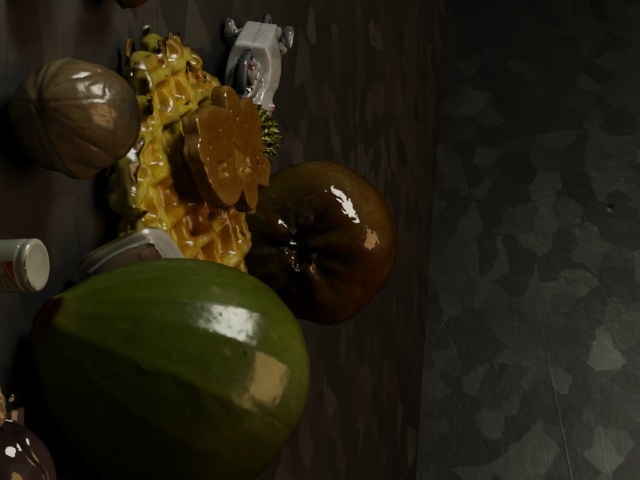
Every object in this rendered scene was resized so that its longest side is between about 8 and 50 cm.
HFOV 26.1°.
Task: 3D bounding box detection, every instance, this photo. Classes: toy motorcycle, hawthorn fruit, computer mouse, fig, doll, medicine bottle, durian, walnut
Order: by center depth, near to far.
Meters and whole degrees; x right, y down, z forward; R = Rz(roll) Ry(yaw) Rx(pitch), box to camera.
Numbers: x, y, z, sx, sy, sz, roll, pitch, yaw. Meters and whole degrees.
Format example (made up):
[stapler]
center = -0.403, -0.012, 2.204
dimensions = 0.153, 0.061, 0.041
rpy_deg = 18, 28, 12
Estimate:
[doll]
center = -0.322, 0.285, 1.376
dimensions = 0.182, 0.117, 0.257
rpy_deg = -7, 93, -69
[medicine bottle]
center = -0.331, 0.027, 1.428
dimensions = 0.057, 0.089, 0.057
rpy_deg = -2, 90, -74
[walnut]
center = -0.276, -0.138, 1.553
dimensions = 0.162, 0.140, 0.140
rpy_deg = -44, 129, -73
[fig]
center = -0.184, 0.151, 1.594
dimensions = 0.316, 0.316, 0.316
rpy_deg = -2, 90, -74
[computer mouse]
center = -0.219, 0.067, 1.744
dimensions = 0.056, 0.126, 0.245
rpy_deg = 61, -1, 41
[durian]
center = -0.114, -0.149, 2.159
dimensions = 0.215, 0.100, 0.086
rpy_deg = 81, 25, -47
[toy motorcycle]
center = -0.111, -0.264, 2.234
dimensions = 0.260, 0.110, 0.171
rpy_deg = -76, 174, -63
[hawthorn fruit]
center = 0.000, 0.000, 2.257
dimensions = 0.301, 0.268, 0.267
rpy_deg = -36, 122, -71

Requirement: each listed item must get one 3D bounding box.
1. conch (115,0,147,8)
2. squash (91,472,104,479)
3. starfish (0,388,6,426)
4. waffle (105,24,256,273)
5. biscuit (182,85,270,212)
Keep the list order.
[conch]
center = -0.250, -0.365, 1.796
dimensions = 0.080, 0.086, 0.232
rpy_deg = 28, 35, -25
[squash]
center = -0.250, 0.317, 1.687
dimensions = 0.331, 0.087, 0.087
rpy_deg = -73, 155, -49
[starfish]
center = -0.363, 0.025, 1.235
dimensions = 0.327, 0.094, 0.375
rpy_deg = -122, -168, -52
[waffle]
center = -0.194, -0.088, 1.924
dimensions = 0.382, 0.095, 0.379
rpy_deg = 56, 34, -57
[biscuit]
center = -0.133, -0.123, 1.933
dimensions = 0.249, 0.035, 0.184
rpy_deg = -38, 118, -68
